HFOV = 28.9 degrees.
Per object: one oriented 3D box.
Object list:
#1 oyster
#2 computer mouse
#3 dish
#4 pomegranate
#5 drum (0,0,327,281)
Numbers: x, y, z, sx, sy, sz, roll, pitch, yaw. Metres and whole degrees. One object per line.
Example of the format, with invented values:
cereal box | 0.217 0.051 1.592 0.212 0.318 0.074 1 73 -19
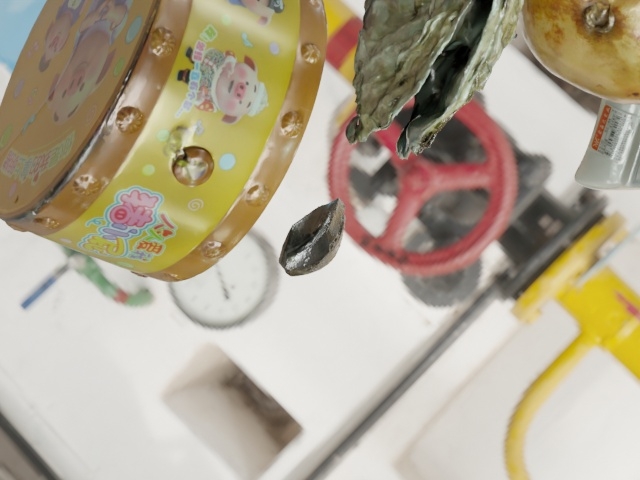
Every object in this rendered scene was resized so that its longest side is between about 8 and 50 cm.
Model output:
oyster | 0.100 -0.195 0.990 0.198 0.112 0.268 166 -52 -82
computer mouse | 0.000 0.000 1.639 0.135 0.047 0.079 -45 145 -33
dish | 0.429 -0.151 1.598 0.151 0.077 0.212 -5 123 -25
pomegranate | 0.338 -0.268 1.269 0.270 0.252 0.229 -34 138 -39
drum | -0.197 -0.175 1.432 0.214 0.431 0.431 25 117 -30
